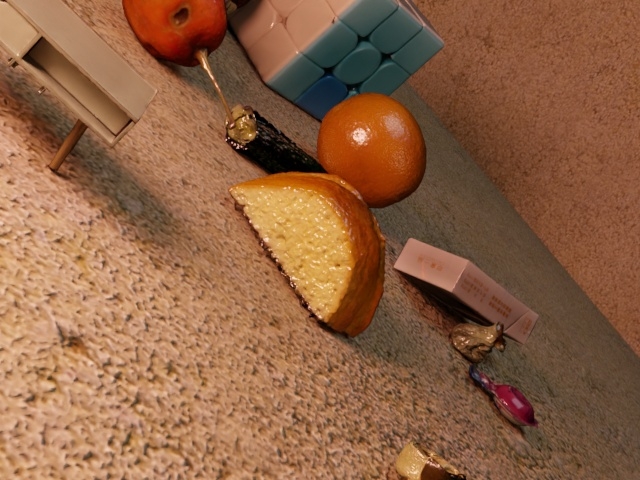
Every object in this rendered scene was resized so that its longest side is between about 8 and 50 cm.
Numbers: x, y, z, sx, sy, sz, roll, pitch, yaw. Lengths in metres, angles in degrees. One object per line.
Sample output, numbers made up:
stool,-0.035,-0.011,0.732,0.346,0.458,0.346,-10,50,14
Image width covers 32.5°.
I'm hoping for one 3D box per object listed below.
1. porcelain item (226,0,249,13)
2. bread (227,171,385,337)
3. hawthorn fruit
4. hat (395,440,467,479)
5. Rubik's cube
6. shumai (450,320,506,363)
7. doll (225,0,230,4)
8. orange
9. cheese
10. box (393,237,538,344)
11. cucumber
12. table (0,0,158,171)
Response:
porcelain item,-0.225,-0.542,2.034,0.253,0.253,0.253,43,16,-16
bread,0.003,-0.010,1.431,0.260,0.134,0.129,52,17,14
hawthorn fruit,-0.179,-0.292,1.627,0.285,0.165,0.165,59,16,4
hat,0.117,0.264,1.222,0.076,0.059,0.077,38,4,27
Rubik's cube,0.015,-0.440,2.199,0.290,0.291,0.291,28,26,-53
shumai,0.267,0.158,1.829,0.083,0.080,0.082,24,26,-50
doll,-0.274,-0.465,1.778,0.287,0.151,0.151,43,16,-8
orange,0.091,-0.155,1.920,0.206,0.206,0.206,43,16,-16
cheese,0.294,0.251,1.761,0.145,0.038,0.095,40,15,-4
box,0.252,0.088,1.886,0.233,0.067,0.149,34,-4,-40
cucumber,-0.051,-0.123,1.689,0.245,0.067,0.067,34,21,-43
table,-0.293,-0.181,1.092,0.240,0.111,0.121,44,16,-13
